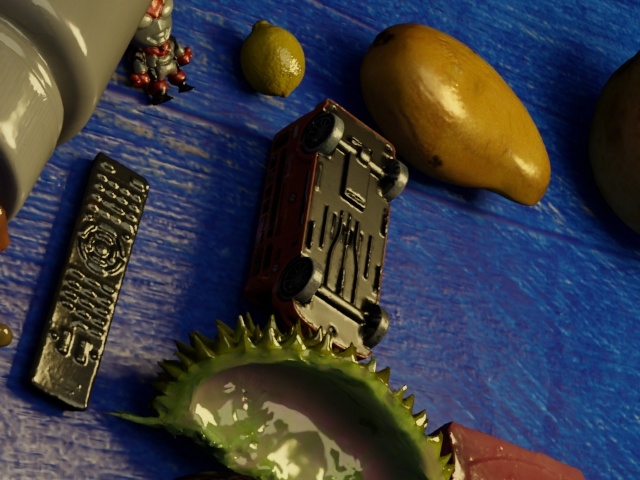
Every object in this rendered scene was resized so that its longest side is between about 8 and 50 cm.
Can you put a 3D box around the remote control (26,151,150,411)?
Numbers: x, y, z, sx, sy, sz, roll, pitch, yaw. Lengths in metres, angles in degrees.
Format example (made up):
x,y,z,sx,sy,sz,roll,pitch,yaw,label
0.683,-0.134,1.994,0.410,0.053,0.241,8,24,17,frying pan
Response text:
x,y,z,sx,sy,sz,roll,pitch,yaw,label
-0.199,0.032,1.667,0.063,0.025,0.245,36,50,-30,remote control

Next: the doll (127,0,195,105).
x,y,z,sx,sy,sz,roll,pitch,yaw,label
-0.168,-0.210,1.793,0.109,0.057,0.169,-30,110,-33,doll

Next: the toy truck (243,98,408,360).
x,y,z,sx,sy,sz,roll,pitch,yaw,label
0.000,0.000,1.827,0.107,0.114,0.252,35,48,-33,toy truck

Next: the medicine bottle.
x,y,z,sx,sy,sz,roll,pitch,yaw,label
-0.258,-0.180,1.561,0.208,0.208,0.339,44,46,-24,medicine bottle

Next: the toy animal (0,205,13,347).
x,y,z,sx,sy,sz,roll,pitch,yaw,label
-0.324,0.107,1.406,0.169,0.195,0.281,82,13,-51,toy animal

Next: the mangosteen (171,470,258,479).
x,y,z,sx,sy,sz,roll,pitch,yaw,label
-0.108,0.308,1.526,0.289,0.231,0.231,-23,89,-9,mangosteen

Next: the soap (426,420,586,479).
x,y,z,sx,sy,sz,roll,pitch,yaw,label
0.179,0.281,1.905,0.250,0.099,0.162,22,50,-39,soap

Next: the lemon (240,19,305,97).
x,y,z,sx,sy,sz,roll,pitch,yaw,label
-0.047,-0.177,1.897,0.062,0.062,0.083,-3,71,-48,lemon

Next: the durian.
x,y,z,sx,sy,sz,roll,pitch,yaw,label
-0.002,0.191,1.713,0.352,0.158,0.169,48,56,-26,durian

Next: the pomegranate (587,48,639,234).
x,y,z,sx,sy,sz,roll,pitch,yaw,label
0.435,-0.113,2.241,0.260,0.260,0.260,22,57,-39,pomegranate

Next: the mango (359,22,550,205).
x,y,z,sx,sy,sz,roll,pitch,yaw,label
0.138,-0.128,2.042,0.262,0.109,0.157,41,37,-33,mango
